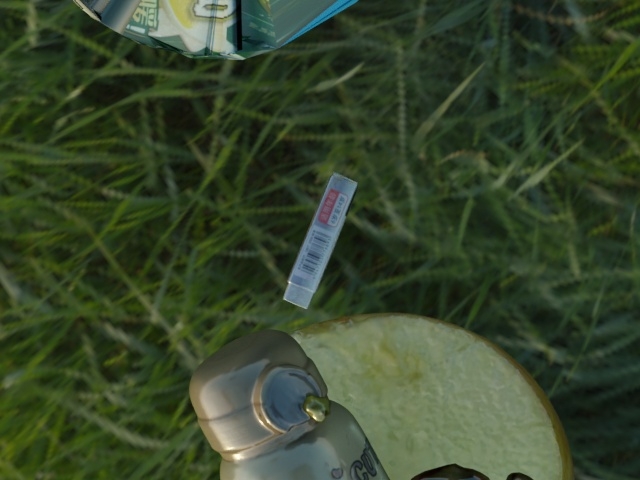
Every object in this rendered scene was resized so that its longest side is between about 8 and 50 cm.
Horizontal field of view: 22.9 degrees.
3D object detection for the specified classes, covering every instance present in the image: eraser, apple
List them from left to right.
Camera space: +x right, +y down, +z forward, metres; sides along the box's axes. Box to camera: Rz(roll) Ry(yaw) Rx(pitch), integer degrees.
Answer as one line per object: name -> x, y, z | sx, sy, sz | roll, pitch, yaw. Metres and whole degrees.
eraser -> 0.000, 0.000, 1.415 | 0.029, 0.052, 0.122 | 22, 91, 0
apple -> 0.086, 0.207, 1.529 | 0.309, 0.252, 0.314 | -7, 138, 7

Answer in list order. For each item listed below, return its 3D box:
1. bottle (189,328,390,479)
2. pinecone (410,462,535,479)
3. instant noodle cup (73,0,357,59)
bottle -> -0.005, 0.157, 0.990 | 0.110, 0.097, 0.209 | -7, 114, 61
pinecone -> 0.051, 0.205, 0.643 | 0.229, 0.201, 0.202 | -13, 119, -4
instant noodle cup -> -0.069, -0.249, 0.914 | 0.240, 0.178, 0.240 | -8, 131, -9
